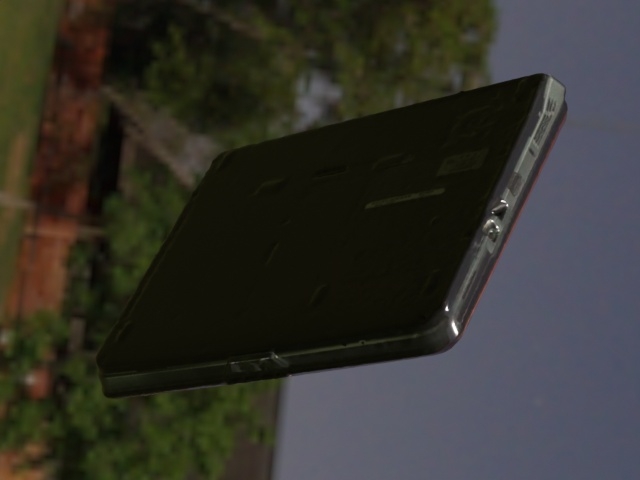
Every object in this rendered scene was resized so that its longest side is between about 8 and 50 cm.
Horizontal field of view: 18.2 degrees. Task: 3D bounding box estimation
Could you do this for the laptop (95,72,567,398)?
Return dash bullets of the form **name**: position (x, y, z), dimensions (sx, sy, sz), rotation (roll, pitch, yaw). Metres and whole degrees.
- **laptop**: position (0.000, 0.000, 0.873), dimensions (0.207, 0.026, 0.154), rotation (-11, -143, 42)
